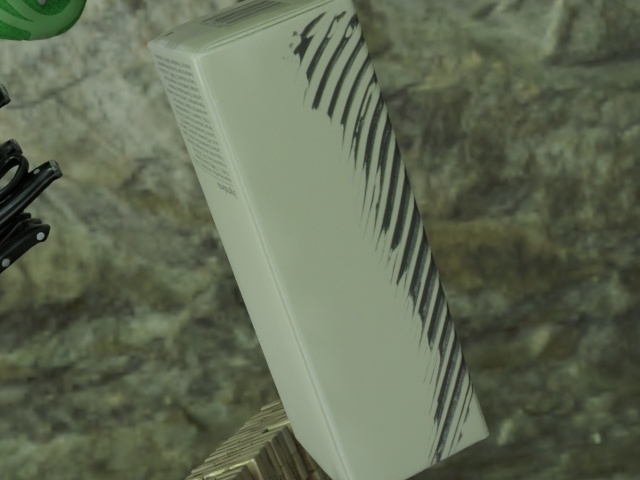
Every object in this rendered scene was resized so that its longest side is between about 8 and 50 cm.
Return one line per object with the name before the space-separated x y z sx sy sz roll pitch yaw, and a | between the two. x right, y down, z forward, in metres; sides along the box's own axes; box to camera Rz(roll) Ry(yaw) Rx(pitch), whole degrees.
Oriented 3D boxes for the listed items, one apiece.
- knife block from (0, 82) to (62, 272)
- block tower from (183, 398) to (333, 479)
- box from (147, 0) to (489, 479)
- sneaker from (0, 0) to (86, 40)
knife block | -0.313 -0.011 0.827 0.275 0.242 0.088 -1 17 -40
block tower | -0.054 0.240 1.292 0.091 0.097 0.335 -22 1 19
box | 0.000 0.000 0.724 0.094 0.275 0.113 -25 21 -14
sneaker | -0.116 -0.194 0.513 0.109 0.123 0.296 -30 -31 -36
